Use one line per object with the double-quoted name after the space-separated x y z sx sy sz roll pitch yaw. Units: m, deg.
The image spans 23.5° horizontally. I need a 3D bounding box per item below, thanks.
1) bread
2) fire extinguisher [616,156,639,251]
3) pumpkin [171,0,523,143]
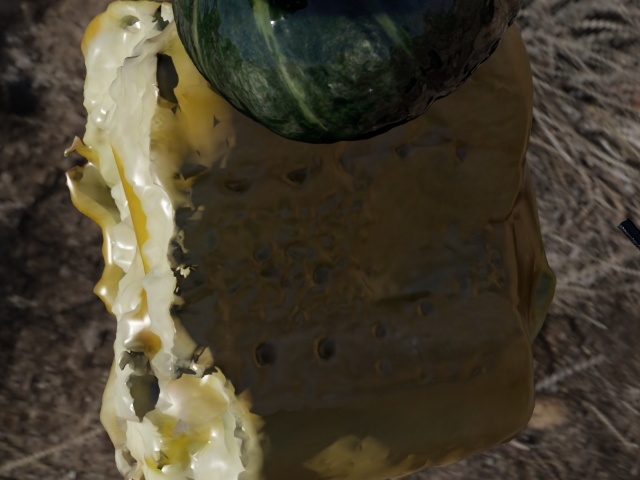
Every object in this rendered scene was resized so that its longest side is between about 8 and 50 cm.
0.000 0.000 1.145 0.250 0.394 0.361 1 98 55 "bread"
0.369 0.077 1.438 0.141 0.105 0.341 -13 99 4 "fire extinguisher"
0.017 -0.147 0.846 0.211 0.152 0.212 -32 30 21 "pumpkin"
